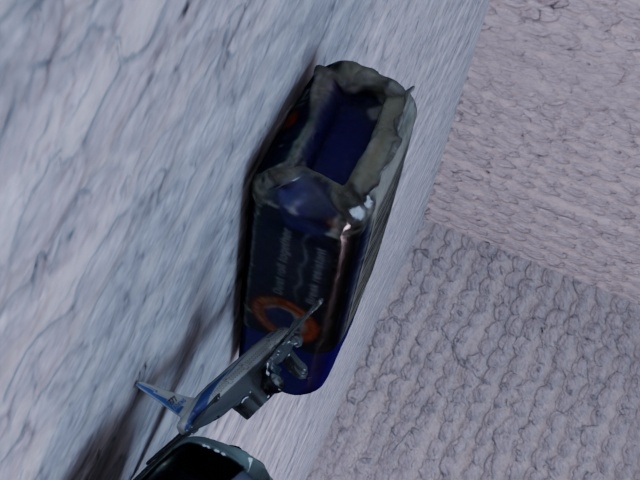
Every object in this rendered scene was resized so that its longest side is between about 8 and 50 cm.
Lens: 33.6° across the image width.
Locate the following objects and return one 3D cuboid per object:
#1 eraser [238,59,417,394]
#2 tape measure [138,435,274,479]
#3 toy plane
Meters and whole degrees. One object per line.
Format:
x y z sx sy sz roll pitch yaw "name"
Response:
0.000 0.000 0.940 0.332 0.102 0.155 103 12 -56 "eraser"
-0.108 0.222 0.710 0.182 0.107 0.181 -52 173 21 "tape measure"
-0.060 0.107 0.814 0.226 0.058 0.226 -45 167 22 "toy plane"
